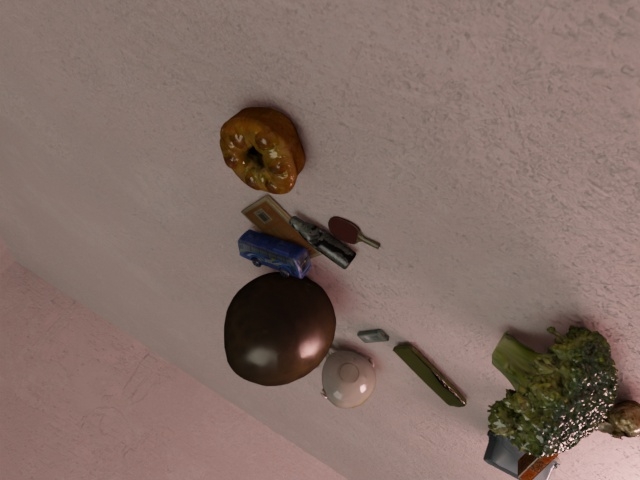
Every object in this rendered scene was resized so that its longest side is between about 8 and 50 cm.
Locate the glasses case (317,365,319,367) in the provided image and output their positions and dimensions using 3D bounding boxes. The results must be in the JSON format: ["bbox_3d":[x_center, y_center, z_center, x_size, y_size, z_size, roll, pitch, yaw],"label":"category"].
[{"bbox_3d":[-0.132,0.443,2.107,0.336,0.076,0.144,-19,76,52],"label":"glasses case"}]

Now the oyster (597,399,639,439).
[{"bbox_3d":[0.757,0.467,1.398,0.166,0.094,0.294,12,161,-12],"label":"oyster"}]

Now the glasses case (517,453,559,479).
[{"bbox_3d":[0.687,0.648,1.630,0.049,0.075,0.218,32,117,6],"label":"glasses case"}]

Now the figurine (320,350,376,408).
[{"bbox_3d":[0.071,0.515,2.037,0.274,0.227,0.394,59,164,18],"label":"figurine"}]

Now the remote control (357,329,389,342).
[{"bbox_3d":[0.177,0.326,1.804,0.053,0.018,0.124,45,146,-18],"label":"remote control"}]

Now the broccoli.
[{"bbox_3d":[0.567,0.381,1.321,0.338,0.277,0.317,58,161,-19],"label":"broccoli"}]

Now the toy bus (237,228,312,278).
[{"bbox_3d":[-0.144,0.041,1.631,0.236,0.079,0.094,17,143,27],"label":"toy bus"}]

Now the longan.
[{"bbox_3d":[-0.135,0.271,1.687,0.404,0.404,0.336,-18,114,51],"label":"longan"}]

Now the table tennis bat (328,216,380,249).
[{"bbox_3d":[0.090,-0.017,1.448,0.156,0.013,0.087,26,144,16],"label":"table tennis bat"}]

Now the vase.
[{"bbox_3d":[0.000,0.000,1.501,0.211,0.060,0.060,34,147,-1],"label":"vase"}]

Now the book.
[{"bbox_3d":[-0.117,-0.027,1.608,0.241,0.018,0.170,45,147,-16],"label":"book"}]

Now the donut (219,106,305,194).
[{"bbox_3d":[-0.141,-0.218,1.296,0.227,0.114,0.226,23,146,17],"label":"donut"}]

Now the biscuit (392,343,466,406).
[{"bbox_3d":[0.372,0.453,1.779,0.322,0.038,0.099,45,149,-17],"label":"biscuit"}]

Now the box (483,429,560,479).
[{"bbox_3d":[0.666,0.725,1.788,0.227,0.130,0.162,26,162,13],"label":"box"}]
